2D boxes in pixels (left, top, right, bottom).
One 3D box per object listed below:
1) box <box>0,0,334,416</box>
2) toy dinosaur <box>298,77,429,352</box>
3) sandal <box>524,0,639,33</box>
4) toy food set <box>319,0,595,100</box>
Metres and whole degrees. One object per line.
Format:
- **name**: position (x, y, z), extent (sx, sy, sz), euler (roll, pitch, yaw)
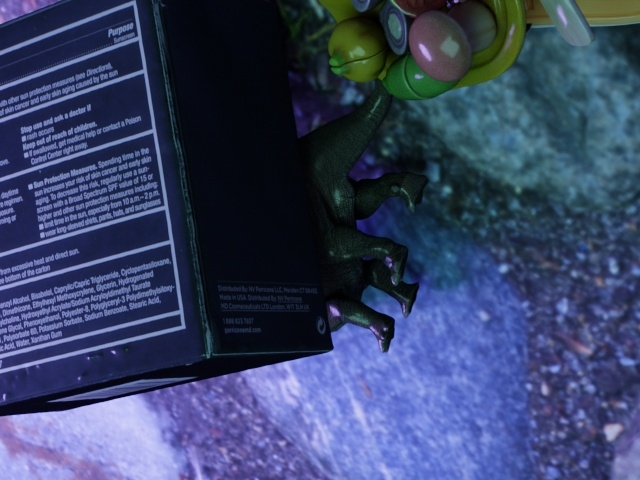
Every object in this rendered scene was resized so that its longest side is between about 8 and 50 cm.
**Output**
- **box**: position (-0.172, -0.026, 1.344), extent (0.296, 0.182, 0.294), euler (-14, 81, 31)
- **toy dinosaur**: position (0.000, 0.000, 1.397), extent (0.160, 0.121, 0.314), euler (13, 131, 15)
- **sandal**: position (0.128, -0.182, 1.215), extent (0.265, 0.076, 0.102), euler (0, 122, 32)
- **toy food set**: position (0.068, -0.155, 1.171), extent (0.218, 0.071, 0.128), euler (-11, 110, 51)
